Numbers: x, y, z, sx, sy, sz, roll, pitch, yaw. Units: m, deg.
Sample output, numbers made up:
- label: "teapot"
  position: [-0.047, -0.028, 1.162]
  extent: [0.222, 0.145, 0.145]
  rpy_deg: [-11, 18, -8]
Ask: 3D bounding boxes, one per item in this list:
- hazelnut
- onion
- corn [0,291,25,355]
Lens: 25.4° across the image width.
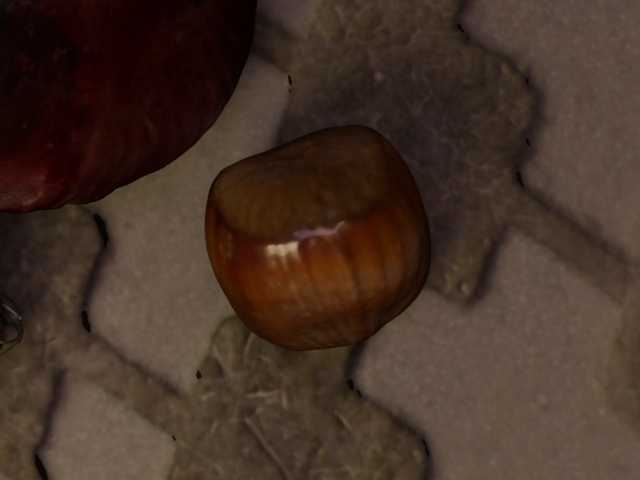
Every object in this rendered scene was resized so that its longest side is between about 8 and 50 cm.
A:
- label: "hazelnut"
  position: [0.000, 0.000, 0.962]
  extent: [0.150, 0.150, 0.150]
  rpy_deg: [0, 82, -3]
- label: "onion"
  position: [-0.181, -0.192, 0.884]
  extent: [0.348, 0.285, 0.347]
  rpy_deg: [7, 76, -31]
- label: "corn"
  position: [-0.303, -0.035, 0.957]
  extent: [0.106, 0.106, 0.293]
  rpy_deg: [-28, 85, -7]
